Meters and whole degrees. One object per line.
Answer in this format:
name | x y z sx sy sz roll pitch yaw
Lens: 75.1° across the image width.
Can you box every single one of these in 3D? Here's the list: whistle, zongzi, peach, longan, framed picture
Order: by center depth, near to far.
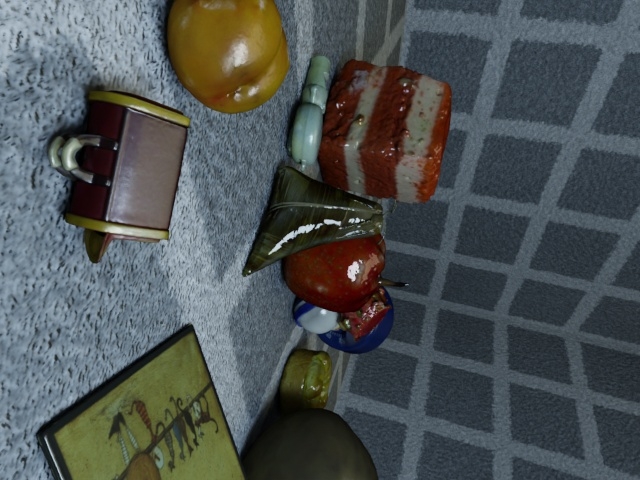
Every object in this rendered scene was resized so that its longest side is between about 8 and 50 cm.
peach | -0.100 -0.208 0.457 0.138 0.138 0.138 12 90 -77
framed picture | -0.179 0.310 0.524 0.255 0.014 0.338 -36 111 -70
zongzi | 0.000 0.000 0.822 0.111 0.248 0.241 114 -6 -72
whistle | -0.022 -0.265 0.870 0.126 0.067 0.257 101 0 -78
longan | -0.027 0.595 1.005 0.404 0.336 0.404 15 90 -75

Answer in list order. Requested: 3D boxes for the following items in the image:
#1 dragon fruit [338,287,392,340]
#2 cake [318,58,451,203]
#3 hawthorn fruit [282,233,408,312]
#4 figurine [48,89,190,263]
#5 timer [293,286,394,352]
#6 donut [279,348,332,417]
dragon fruit | 0.115 0.164 1.114 0.133 0.150 0.207 72 19 -72
cake | 0.175 -0.281 1.110 0.270 0.320 0.269 66 39 -69
hawthorn fruit | 0.065 0.049 0.988 0.254 0.300 0.254 15 90 -76
figurine | -0.186 -0.054 0.367 0.098 0.082 0.154 13 90 -63
timer | 0.049 0.213 1.277 0.383 0.271 0.270 27 74 -62
donut | -0.042 0.448 1.269 0.208 0.128 0.261 -57 155 -60
